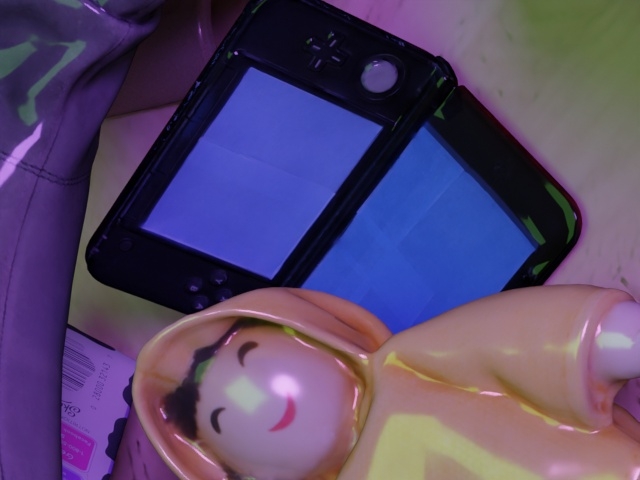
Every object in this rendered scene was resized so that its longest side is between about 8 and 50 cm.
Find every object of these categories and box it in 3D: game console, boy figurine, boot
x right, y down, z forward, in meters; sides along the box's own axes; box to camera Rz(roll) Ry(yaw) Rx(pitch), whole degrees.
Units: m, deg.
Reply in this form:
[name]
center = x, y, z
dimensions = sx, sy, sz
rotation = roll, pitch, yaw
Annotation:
[game console]
center = 0.000, 0.000, 0.646
dimensions = 0.144, 0.124, 0.085
rotation = -53, 32, 25
[boy figurine]
center = 0.062, 0.088, 0.566
dimensions = 0.285, 0.092, 0.177
rotation = 32, 109, 24
[boot]
center = -0.094, -0.060, 0.606
dimensions = 0.223, 0.118, 0.338
rotation = -34, 52, 24

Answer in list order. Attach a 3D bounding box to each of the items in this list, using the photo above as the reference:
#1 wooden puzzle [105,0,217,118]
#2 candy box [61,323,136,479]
[wooden puzzle]
center = -0.138, -0.169, 0.788
dimensions = 0.221, 0.044, 0.238
rotation = -8, 84, 39
[candy box]
center = -0.152, 0.140, 0.699
dimensions = 0.070, 0.196, 0.165
rotation = 30, 114, -11
